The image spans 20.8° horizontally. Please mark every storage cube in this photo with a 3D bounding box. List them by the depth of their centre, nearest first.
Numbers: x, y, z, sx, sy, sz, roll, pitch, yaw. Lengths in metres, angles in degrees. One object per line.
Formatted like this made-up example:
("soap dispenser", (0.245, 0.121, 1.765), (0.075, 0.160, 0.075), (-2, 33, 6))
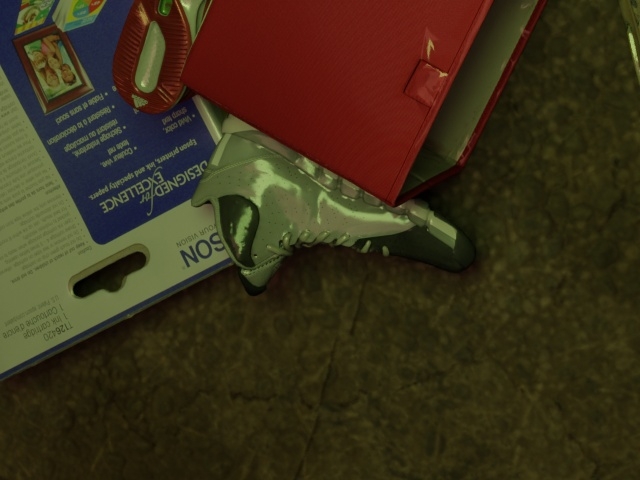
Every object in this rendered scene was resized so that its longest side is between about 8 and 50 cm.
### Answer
("storage cube", (0.040, -0.162, 1.316), (0.193, 0.184, 0.215), (31, 111, 13))

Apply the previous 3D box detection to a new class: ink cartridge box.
("ink cartridge box", (-0.221, -0.077, 1.502), (0.304, 0.072, 0.307), (-26, 93, 22))

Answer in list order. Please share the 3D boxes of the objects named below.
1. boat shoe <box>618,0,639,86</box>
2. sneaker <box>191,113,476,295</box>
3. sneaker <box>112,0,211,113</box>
("boat shoe", (0.277, -0.162, 1.288), (0.105, 0.089, 0.285), (-18, 98, -2))
("sneaker", (0.000, 0.000, 1.392), (0.229, 0.086, 0.132), (29, 86, 5))
("sneaker", (-0.086, -0.210, 1.356), (0.087, 0.128, 0.221), (31, 110, 12))
